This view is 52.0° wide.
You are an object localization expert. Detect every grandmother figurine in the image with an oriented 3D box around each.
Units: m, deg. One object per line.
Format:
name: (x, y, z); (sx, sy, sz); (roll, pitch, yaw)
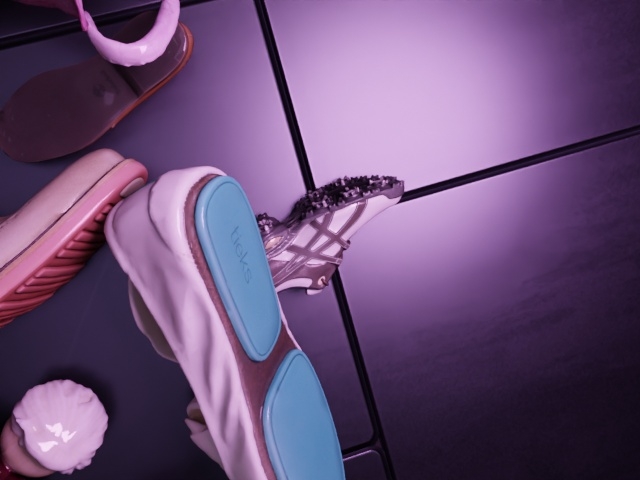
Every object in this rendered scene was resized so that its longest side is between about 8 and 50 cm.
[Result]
grandmother figurine: (-0.356, 0.245, 0.601); (0.342, 0.104, 0.207); (-33, 133, -10)

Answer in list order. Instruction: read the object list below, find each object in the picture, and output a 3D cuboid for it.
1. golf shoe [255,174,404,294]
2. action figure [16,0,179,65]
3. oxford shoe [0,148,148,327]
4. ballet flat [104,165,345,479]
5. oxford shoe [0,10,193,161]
golf shoe: (0.000, 0.000, 0.660); (0.198, 0.077, 0.093); (-24, 108, 0)
action figure: (-0.329, -0.254, 0.545); (0.370, 0.248, 0.275); (-17, 132, 19)
oxford shoe: (-0.337, 0.027, 0.572); (0.397, 0.140, 0.146); (-38, 90, -8)
ballet flat: (-0.084, 0.120, 0.615); (0.139, 0.139, 0.400); (-21, 114, -7)
oxford shoe: (-0.207, -0.137, 0.619); (0.212, 0.076, 0.076); (-27, 99, 9)
